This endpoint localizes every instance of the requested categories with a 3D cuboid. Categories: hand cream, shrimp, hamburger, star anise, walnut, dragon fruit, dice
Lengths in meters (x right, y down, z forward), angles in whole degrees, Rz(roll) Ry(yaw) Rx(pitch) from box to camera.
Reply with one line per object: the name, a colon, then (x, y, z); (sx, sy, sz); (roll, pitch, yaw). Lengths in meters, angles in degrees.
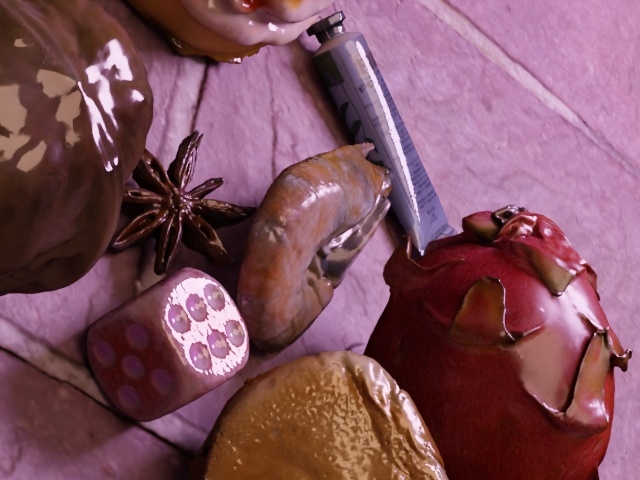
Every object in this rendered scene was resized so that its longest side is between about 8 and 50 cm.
hand cream: (0.062, -0.103, 1.773); (0.256, 0.055, 0.088); (61, 27, -6)
shrimp: (0.000, 0.000, 1.608); (0.317, 0.077, 0.168); (-29, 134, -64)
hamburger: (0.003, 0.192, 1.414); (0.214, 0.108, 0.213); (2, 70, -7)
hamburger: (-0.057, -0.319, 1.618); (0.276, 0.237, 0.276); (26, 50, -35)
star anise: (-0.126, -0.026, 1.498); (0.141, 0.042, 0.141); (11, 63, -22)
walnut: (-0.239, -0.076, 1.263); (0.248, 0.248, 0.248); (28, 49, -37)
dragon fruit: (0.139, 0.135, 1.567); (0.250, 0.315, 0.250); (17, 19, -6)
dice: (-0.119, 0.081, 1.414); (0.093, 0.091, 0.094); (-35, 96, -52)
